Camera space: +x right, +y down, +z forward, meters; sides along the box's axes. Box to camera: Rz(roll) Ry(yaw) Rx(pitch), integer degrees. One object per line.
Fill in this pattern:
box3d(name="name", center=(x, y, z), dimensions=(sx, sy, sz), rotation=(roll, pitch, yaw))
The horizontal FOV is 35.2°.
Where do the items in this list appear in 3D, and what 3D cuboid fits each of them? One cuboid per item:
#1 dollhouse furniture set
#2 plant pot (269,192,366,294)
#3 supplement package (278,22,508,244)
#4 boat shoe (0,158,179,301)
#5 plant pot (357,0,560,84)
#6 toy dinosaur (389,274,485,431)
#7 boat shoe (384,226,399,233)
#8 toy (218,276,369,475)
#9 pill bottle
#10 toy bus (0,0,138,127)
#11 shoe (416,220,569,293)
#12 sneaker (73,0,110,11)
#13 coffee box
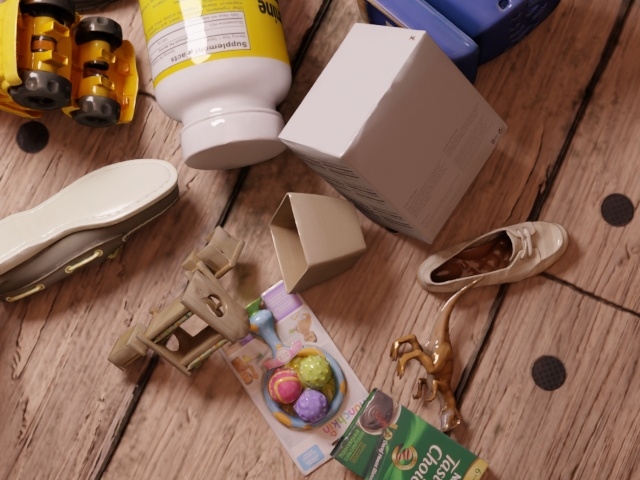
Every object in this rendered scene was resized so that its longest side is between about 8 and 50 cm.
box3d(name="dollhouse furniture set", center=(-0.175, 0.099, 1.379), dimensions=(0.101, 0.182, 0.161), rotation=(41, 38, -17))
box3d(name="plant pot", center=(0.000, 0.000, 1.363), dimensions=(0.096, 0.109, 0.109), rotation=(-8, 70, -20))
box3d(name="supplement package", center=(0.096, -0.141, 1.319), dimensions=(0.203, 0.149, 0.194), rotation=(40, 80, -37))
box3d(name="boat shoe", center=(-0.327, -0.013, 1.379), dimensions=(0.305, 0.091, 0.109), rotation=(-26, 46, -5))
box3d(name="plant pot", center=(0.179, -0.345, 1.360), dimensions=(0.236, 0.236, 0.212), rotation=(41, 90, 8))
box3d(name="toy dinosaur", center=(0.156, 0.149, 1.371), dimensions=(0.112, 0.064, 0.212), rotation=(2, 92, -11))
box3d(name="boat shoe", center=(0.140, -0.061, 1.407), dimensions=(0.133, 0.042, 0.049), rotation=(-41, 85, -4))
box3d(name="toy", center=(-0.034, 0.182, 1.362), dimensions=(0.137, 0.056, 0.237), rotation=(-35, 82, -3))
box3d(name="pill bottle", center=(-0.142, -0.274, 1.369), dimensions=(0.187, 0.188, 0.334), rotation=(-11, 82, -1))
box3d(name="toy bus", center=(-0.391, -0.228, 1.384), dimensions=(0.211, 0.220, 0.150), rotation=(-12, 72, 32))
box3d(name="shoe", center=(0.240, 0.025, 1.382), dimensions=(0.219, 0.058, 0.077), rotation=(-18, 81, -2))
box3d(name="sneaker", center=(-0.406, -0.401, 1.421), dimensions=(0.286, 0.130, 0.109), rotation=(6, 79, 0))
box3d(name="coffee box", center=(0.119, 0.291, 1.339), dimensions=(0.184, 0.040, 0.113), rotation=(36, 82, -2))
